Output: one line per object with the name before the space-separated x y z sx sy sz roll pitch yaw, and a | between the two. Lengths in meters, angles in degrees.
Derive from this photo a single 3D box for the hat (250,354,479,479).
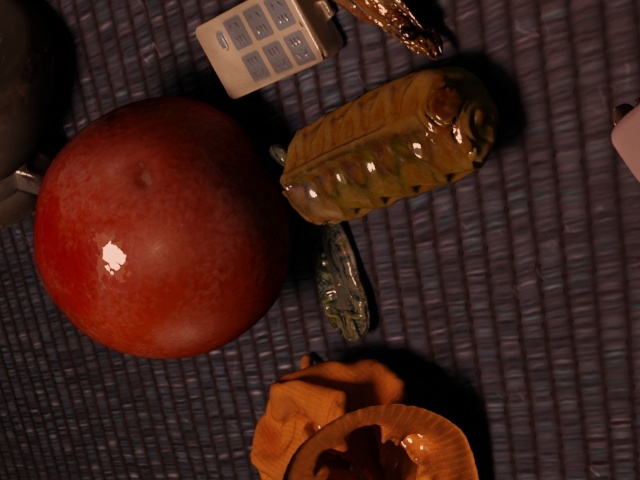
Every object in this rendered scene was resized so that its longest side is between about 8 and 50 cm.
hat | 0.027 0.193 1.826 0.233 0.244 0.233 -60 33 24

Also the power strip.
power strip | -0.050 -0.191 1.673 0.192 0.035 0.081 -15 108 56

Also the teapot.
teapot | -0.367 -0.137 2.028 0.285 0.305 0.223 94 168 -52

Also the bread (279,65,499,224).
bread | 0.062 -0.083 1.573 0.087 0.098 0.269 22 159 -27

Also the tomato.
tomato | -0.165 -0.010 1.775 0.265 0.265 0.265 32 140 32

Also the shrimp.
shrimp | 0.038 -0.217 1.538 0.190 0.042 0.101 41 164 21

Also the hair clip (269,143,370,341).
hair clip | 0.002 -0.001 1.764 0.066 0.036 0.229 14 133 50

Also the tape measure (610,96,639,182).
tape measure | 0.322 -0.062 1.226 0.197 0.120 0.236 58 152 8
